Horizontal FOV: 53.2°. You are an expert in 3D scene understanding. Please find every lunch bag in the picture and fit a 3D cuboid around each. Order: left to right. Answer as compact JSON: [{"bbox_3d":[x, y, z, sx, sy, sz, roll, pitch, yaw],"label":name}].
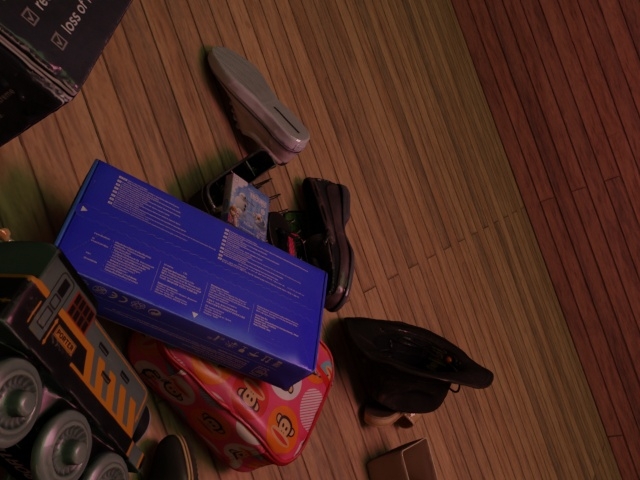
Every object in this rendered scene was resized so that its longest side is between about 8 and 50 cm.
[{"bbox_3d":[-0.112,0.163,0.949,0.293,0.120,0.258,50,40,-17],"label":"lunch bag"}]

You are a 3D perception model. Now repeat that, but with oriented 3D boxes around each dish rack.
[{"bbox_3d":[-0.105,-0.003,1.111,0.271,0.074,0.208,62,35,-14],"label":"dish rack"}]

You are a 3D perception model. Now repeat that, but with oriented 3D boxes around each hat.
[{"bbox_3d":[0.173,0.265,1.283,0.331,0.331,0.133,7,107,-54],"label":"hat"}]

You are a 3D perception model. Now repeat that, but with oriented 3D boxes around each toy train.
[{"bbox_3d":[-0.277,0.157,0.655,0.333,0.142,0.190,72,27,-43],"label":"toy train"}]

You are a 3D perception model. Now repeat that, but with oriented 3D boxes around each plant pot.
[{"bbox_3d":[0.154,0.451,1.227,0.109,0.096,0.109,0,73,-55],"label":"plant pot"}]

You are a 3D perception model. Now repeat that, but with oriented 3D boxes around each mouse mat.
[{"bbox_3d":[-0.008,0.029,1.296,0.153,0.007,0.189,-4,78,-56],"label":"mouse mat"}]

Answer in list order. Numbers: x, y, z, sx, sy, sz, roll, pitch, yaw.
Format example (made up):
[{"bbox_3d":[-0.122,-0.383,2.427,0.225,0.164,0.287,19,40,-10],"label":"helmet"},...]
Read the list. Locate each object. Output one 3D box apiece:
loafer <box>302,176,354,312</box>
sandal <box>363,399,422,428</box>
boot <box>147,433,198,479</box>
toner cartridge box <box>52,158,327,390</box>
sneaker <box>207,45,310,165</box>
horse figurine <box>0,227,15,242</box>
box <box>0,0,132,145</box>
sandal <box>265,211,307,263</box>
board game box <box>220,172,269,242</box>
[{"bbox_3d":[0.000,0.000,1.245,0.095,0.109,0.302,23,46,-25],"label":"loafer"},{"bbox_3d":[0.166,0.359,1.336,0.240,0.088,0.079,-10,113,-50],"label":"sandal"},{"bbox_3d":[-0.227,0.327,0.767,0.137,0.077,0.197,28,51,-40],"label":"boot"},{"bbox_3d":[-0.159,0.050,0.817,0.348,0.075,0.165,28,45,-22],"label":"toner cartridge box"},{"bbox_3d":[-0.133,-0.247,1.190,0.258,0.091,0.094,51,37,9],"label":"sneaker"},{"bbox_3d":[-0.377,0.092,0.663,0.263,0.066,0.174,-39,118,-62],"label":"horse figurine"},{"bbox_3d":[-0.428,-0.397,0.642,0.472,0.298,0.479,45,41,-36],"label":"box"},{"bbox_3d":[-0.043,0.031,1.088,0.067,0.040,0.179,-33,104,-57],"label":"sandal"},{"bbox_3d":[-0.120,-0.048,1.026,0.090,0.020,0.090,34,48,-45],"label":"board game box"}]
